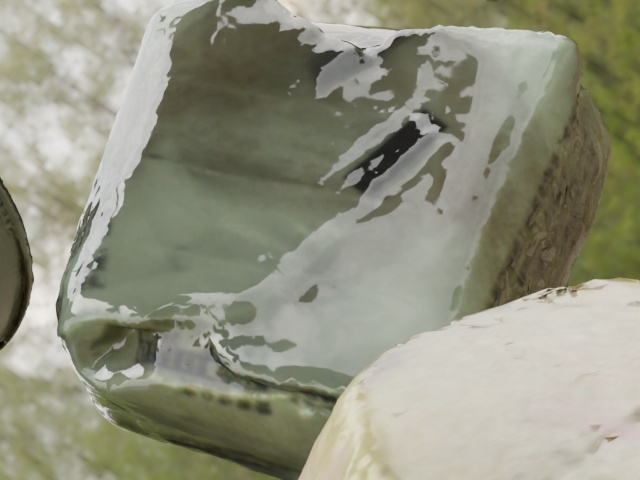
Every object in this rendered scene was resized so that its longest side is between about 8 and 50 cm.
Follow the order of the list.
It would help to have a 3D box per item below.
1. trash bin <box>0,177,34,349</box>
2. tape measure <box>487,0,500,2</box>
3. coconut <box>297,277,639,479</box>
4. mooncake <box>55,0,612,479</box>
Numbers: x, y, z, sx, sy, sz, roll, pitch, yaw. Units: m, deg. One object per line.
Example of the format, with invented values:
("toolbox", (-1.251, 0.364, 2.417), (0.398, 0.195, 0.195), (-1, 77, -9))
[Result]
("trash bin", (-0.320, 0.055, 1.073), (0.262, 0.217, 0.277), (-54, -26, -47))
("tape measure", (0.124, -0.243, 1.239), (0.200, 0.175, 0.106), (-45, 33, 3))
("coconut", (0.139, 0.184, 0.585), (0.353, 0.352, 0.352), (-55, -8, -11))
("mooncake", (0.001, 0.004, 0.961), (0.254, 0.250, 0.136), (-68, -30, -25))
